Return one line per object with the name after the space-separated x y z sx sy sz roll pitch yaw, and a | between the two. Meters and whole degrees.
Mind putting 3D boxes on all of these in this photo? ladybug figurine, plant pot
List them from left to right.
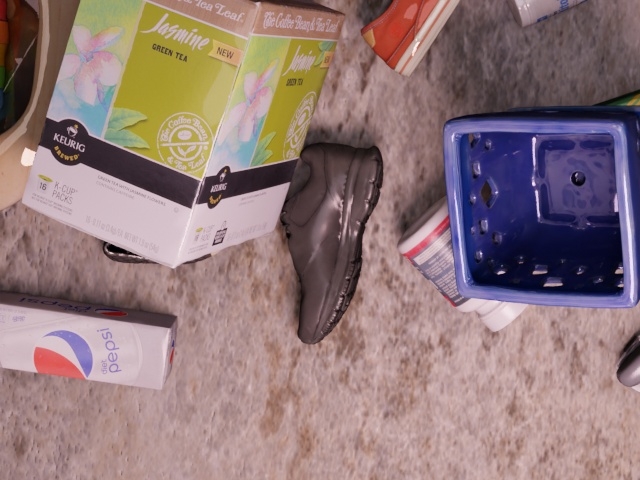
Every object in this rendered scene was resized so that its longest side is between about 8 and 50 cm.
-0.450 -0.246 1.678 0.305 0.162 0.449 10 96 -1 | ladybug figurine
0.308 -0.059 1.599 0.236 0.212 0.236 2 107 30 | plant pot

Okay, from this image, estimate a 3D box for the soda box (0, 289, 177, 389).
-0.348 0.136 1.757 0.286 0.098 0.091 8 97 -1 | soda box

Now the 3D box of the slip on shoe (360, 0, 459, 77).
0.164 -0.381 1.687 0.101 0.123 0.331 32 101 0 | slip on shoe

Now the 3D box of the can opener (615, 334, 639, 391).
0.519 0.101 1.758 0.074 0.093 0.280 39 91 -3 | can opener

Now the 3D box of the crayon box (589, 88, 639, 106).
0.499 -0.120 1.730 0.323 0.083 0.203 -19 97 2 | crayon box

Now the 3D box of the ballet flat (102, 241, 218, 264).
-0.217 0.010 1.765 0.173 0.049 0.057 -6 98 1 | ballet flat

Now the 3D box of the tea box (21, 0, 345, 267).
-0.158 -0.171 1.568 0.220 0.329 0.323 22 104 14 | tea box

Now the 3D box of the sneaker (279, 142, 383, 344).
0.000 0.000 1.748 0.130 0.109 0.286 14 90 8 | sneaker

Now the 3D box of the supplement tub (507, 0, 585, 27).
0.308 -0.339 1.710 0.107 0.071 0.071 -24 96 4 | supplement tub

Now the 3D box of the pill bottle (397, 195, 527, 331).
0.202 0.035 1.737 0.108 0.108 0.180 -44 94 5 | pill bottle
